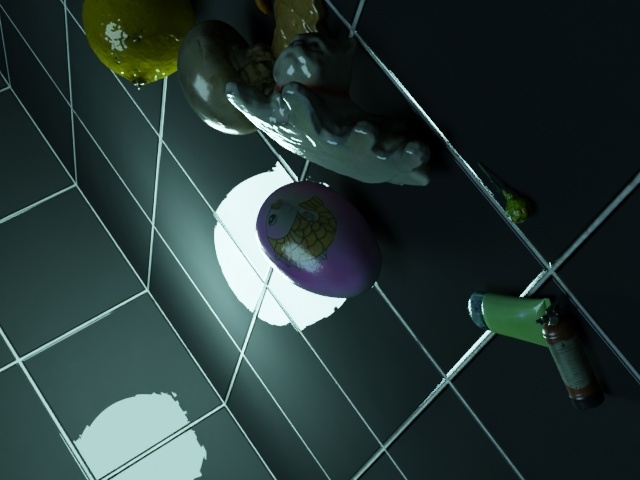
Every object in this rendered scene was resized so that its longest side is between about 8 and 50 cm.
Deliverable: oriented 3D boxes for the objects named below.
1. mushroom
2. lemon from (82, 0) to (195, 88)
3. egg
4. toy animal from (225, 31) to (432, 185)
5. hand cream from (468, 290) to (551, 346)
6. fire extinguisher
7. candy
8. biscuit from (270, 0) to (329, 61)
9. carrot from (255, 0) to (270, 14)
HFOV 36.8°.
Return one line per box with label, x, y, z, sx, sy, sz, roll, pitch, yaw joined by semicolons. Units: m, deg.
mushroom;-0.166;-0.310;1.797;0.178;0.226;0.226;-29;91;28
lemon;-0.379;-0.457;1.995;0.253;0.228;0.228;55;156;13
egg;0.000;0.000;1.810;0.271;0.196;0.196;26;143;22
toy animal;0.055;-0.214;1.544;0.308;0.188;0.266;4;141;40
hand cream;0.306;0.120;1.519;0.175;0.046;0.095;7;121;52
fire extinguisher;0.372;0.165;1.429;0.050;0.062;0.177;-77;-37;-72
candy;0.264;-0.073;1.405;0.123;0.035;0.035;54;151;32
biscuit;-0.035;-0.356;1.670;0.144;0.040;0.236;44;154;21
carrot;-0.126;-0.484;1.695;0.037;0.037;0.190;22;137;55
